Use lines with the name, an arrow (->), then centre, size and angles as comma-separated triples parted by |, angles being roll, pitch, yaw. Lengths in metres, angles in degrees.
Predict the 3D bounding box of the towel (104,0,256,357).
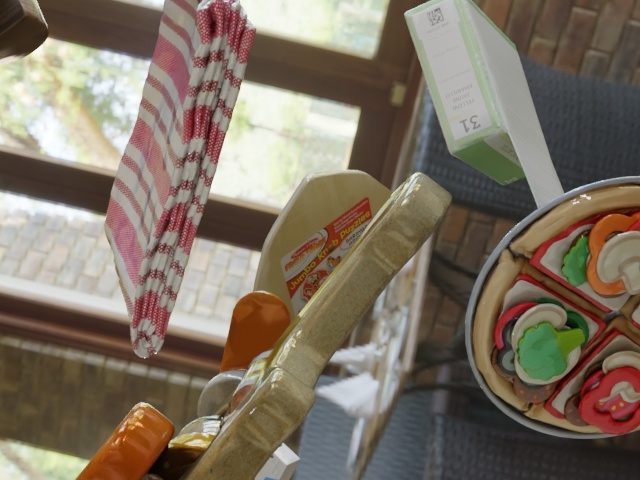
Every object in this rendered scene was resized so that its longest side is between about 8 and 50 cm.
towel -> -0.088, -0.054, 0.585 | 0.144, 0.029, 0.197 | -121, 46, -59

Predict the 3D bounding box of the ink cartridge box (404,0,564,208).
ink cartridge box -> 0.150, -0.066, 0.854 | 0.171, 0.056, 0.235 | 12, -120, -66

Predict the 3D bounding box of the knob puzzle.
knob puzzle -> 0.000, 0.000, 1.114 | 0.213, 0.030, 0.213 | -27, -44, -30

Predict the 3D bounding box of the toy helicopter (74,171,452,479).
toy helicopter -> -0.025, 0.097, 0.779 | 0.355, 0.140, 0.235 | -51, 1, -11

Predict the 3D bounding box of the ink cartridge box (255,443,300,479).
ink cartridge box -> -0.068, 0.241, 1.203 | 0.028, 0.083, 0.048 | -9, -49, -55

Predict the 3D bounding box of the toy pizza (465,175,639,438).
toy pizza -> 0.195, 0.053, 0.699 | 0.032, 0.201, 0.201 | -103, 23, -62

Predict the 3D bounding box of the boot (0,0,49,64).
boot -> -0.303, -0.262, 0.769 | 0.220, 0.109, 0.283 | 59, -175, 7
